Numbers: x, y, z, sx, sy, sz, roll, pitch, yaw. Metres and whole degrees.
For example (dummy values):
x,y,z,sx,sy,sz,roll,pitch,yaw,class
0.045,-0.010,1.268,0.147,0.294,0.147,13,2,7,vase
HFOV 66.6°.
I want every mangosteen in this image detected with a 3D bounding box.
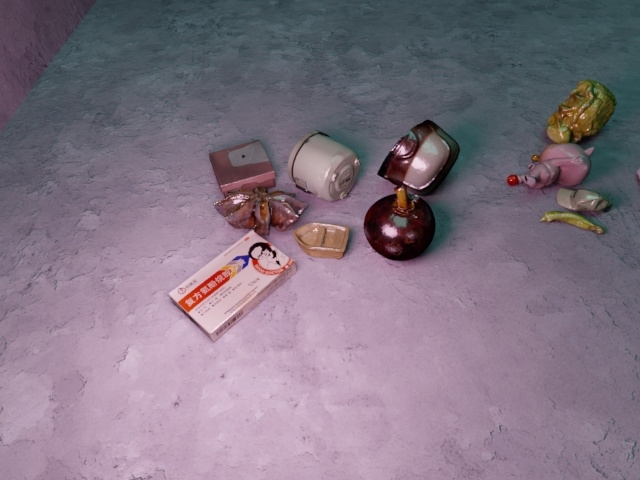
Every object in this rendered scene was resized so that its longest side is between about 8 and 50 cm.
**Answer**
x,y,z,sx,sy,sz,roll,pitch,yaw,class
0.258,-0.068,1.554,0.236,0.261,0.235,-2,48,2,mangosteen

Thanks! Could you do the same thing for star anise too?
x,y,z,sx,sy,sz,roll,pitch,yaw,class
-0.202,-0.105,1.685,0.332,0.117,0.331,-1,26,0,star anise

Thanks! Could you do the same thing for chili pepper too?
x,y,z,sx,sy,sz,roll,pitch,yaw,class
0.860,-0.070,1.659,0.208,0.043,0.049,12,39,13,chili pepper

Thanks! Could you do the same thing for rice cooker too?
x,y,z,sx,sy,sz,roll,pitch,yaw,class
0.006,-0.270,1.780,0.244,0.226,0.226,30,58,24,rice cooker

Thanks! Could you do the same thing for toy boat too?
x,y,z,sx,sy,sz,roll,pitch,yaw,class
0.000,0.000,1.645,0.188,0.061,0.116,7,52,10,toy boat

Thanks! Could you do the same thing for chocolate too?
x,y,z,sx,sy,sz,roll,pitch,yaw,class
0.366,-0.275,1.744,0.284,0.283,0.186,-36,75,-24,chocolate

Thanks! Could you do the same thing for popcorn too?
x,y,z,sx,sy,sz,roll,pitch,yaw,class
1.024,-0.510,1.898,0.286,0.225,0.174,-28,50,-20,popcorn

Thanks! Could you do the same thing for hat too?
x,y,z,sx,sy,sz,roll,pitch,yaw,class
0.924,-0.152,1.706,0.122,0.081,0.166,-32,45,-24,hat

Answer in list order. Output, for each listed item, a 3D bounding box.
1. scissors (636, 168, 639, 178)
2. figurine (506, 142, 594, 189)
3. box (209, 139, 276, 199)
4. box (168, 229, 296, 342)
x,y,z,sx,sy,sz,roll,pitch,yaw,class
1.168,-0.164,1.722,0.118,0.030,0.242,0,54,4,scissors
0.826,-0.268,1.747,0.288,0.176,0.186,-21,56,-2,figurine
-0.298,-0.270,1.877,0.215,0.086,0.215,-18,51,-10,box
-0.274,0.133,1.553,0.214,0.069,0.353,35,58,28,box
